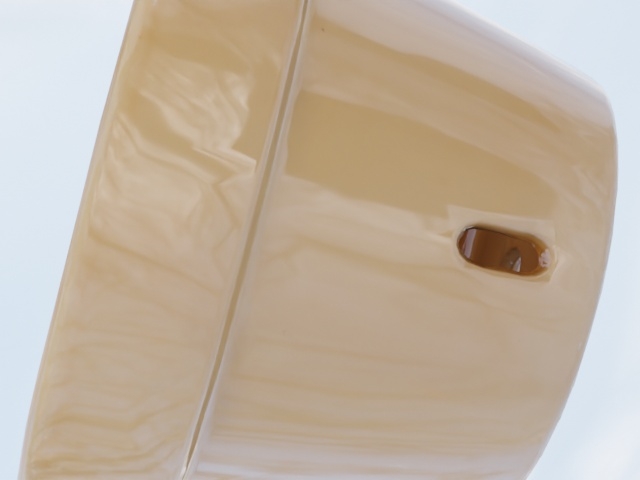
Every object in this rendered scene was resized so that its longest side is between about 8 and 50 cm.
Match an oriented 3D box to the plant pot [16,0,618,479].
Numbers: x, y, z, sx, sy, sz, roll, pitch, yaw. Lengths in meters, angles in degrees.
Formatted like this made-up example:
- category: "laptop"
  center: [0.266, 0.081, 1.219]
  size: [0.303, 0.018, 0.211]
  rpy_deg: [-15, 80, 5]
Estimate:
- category: "plant pot"
  center: [0.000, 0.000, 0.665]
  size: [0.291, 0.203, 0.291]
  rpy_deg: [-166, -90, -83]
